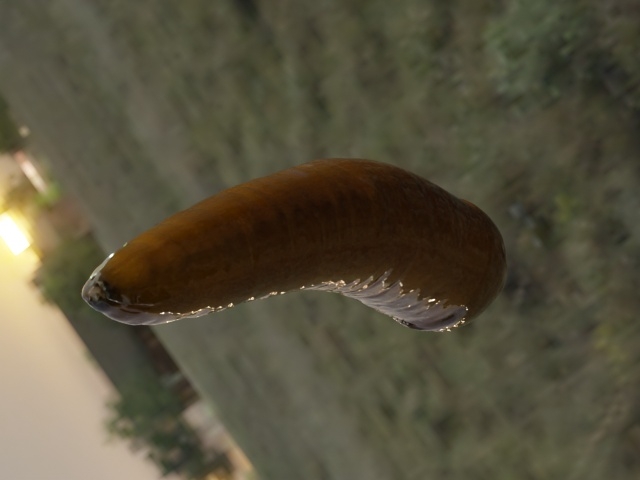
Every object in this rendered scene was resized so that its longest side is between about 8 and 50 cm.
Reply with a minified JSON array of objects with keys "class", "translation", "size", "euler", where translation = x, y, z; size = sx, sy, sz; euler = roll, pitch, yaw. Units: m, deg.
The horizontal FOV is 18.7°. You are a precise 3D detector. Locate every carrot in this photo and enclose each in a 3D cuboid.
[{"class":"carrot","translation":[0.000,0.000,0.740],"size":[0.062,0.066,0.271],"euler":[48,-161,26]}]
